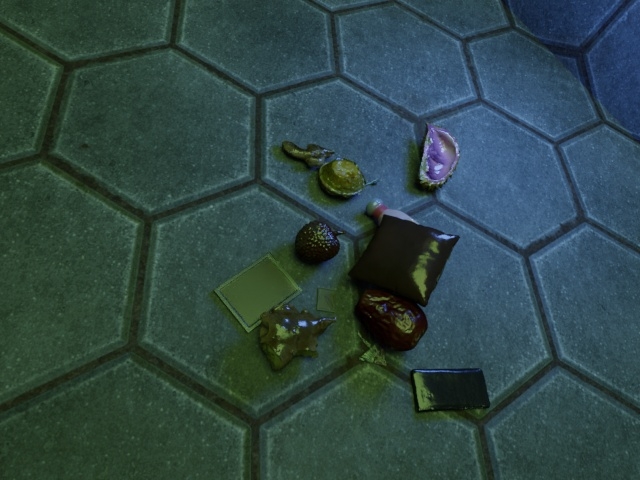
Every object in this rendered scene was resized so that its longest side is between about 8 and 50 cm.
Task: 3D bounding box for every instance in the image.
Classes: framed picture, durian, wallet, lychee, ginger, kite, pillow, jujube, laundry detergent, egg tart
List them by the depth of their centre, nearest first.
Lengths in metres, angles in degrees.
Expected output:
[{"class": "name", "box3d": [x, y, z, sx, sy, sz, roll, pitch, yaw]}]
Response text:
[{"class": "ginger", "box3d": [-0.078, 0.300, 1.518, 0.270, 0.123, 0.218, -19, 72, -34]}, {"class": "jujube", "box3d": [0.246, 0.270, 1.593, 0.255, 0.190, 0.190, 33, 59, 12]}, {"class": "wallet", "box3d": [0.459, 0.522, 1.598, 0.286, 0.030, 0.145, 2, 59, -13]}, {"class": "framed picture", "box3d": [-0.217, 0.178, 1.602, 0.252, 0.014, 0.197, -35, 76, -28]}, {"class": "kite", "box3d": [0.181, 0.381, 1.608, 0.139, 0.011, 0.156, -36, 78, -31]}, {"class": "pillow", "box3d": [0.300, 0.054, 1.634, 0.306, 0.108, 0.307, 21, 65, 25]}, {"class": "framed picture", "box3d": [0.021, 0.215, 1.652, 0.066, 0.006, 0.089, 9, 61, -11]}, {"class": "lychee", "box3d": [0.000, 0.000, 1.670, 0.198, 0.165, 0.165, -33, 73, 1]}, {"class": "laundry detergent", "box3d": [0.315, -0.042, 1.791, 0.159, 0.087, 0.335, -32, 63, -23]}, {"class": "egg tart", "box3d": [0.094, -0.268, 1.876, 0.213, 0.090, 0.212, 8, 53, -11]}, {"class": "ginger", "box3d": [-0.057, -0.376, 1.918, 0.214, 0.058, 0.133, 24, 50, 8]}, {"class": "durian", "box3d": [0.519, -0.358, 2.045, 0.191, 0.112, 0.340, 19, 67, -16]}]

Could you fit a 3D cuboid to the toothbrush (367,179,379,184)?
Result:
[{"class": "toothbrush", "box3d": [0.159, -0.224, 1.918, 0.220, 0.019, 0.016, -19, 109, -23]}]
